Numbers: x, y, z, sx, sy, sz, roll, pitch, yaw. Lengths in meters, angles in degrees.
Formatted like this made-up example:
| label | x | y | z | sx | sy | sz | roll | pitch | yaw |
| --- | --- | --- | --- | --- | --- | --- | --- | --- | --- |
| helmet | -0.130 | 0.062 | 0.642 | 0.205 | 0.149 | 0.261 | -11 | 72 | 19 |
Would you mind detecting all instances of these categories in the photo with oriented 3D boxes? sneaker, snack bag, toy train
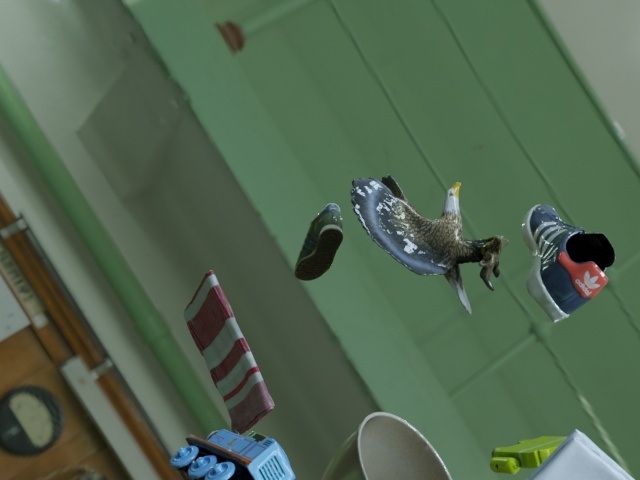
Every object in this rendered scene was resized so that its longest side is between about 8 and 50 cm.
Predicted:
| label | x | y | z | sx | sy | sz | roll | pitch | yaw |
| --- | --- | --- | --- | --- | --- | --- | --- | --- | --- |
| sneaker | 0.000 | 0.000 | 1.919 | 0.192 | 0.064 | 0.086 | 122 | -24 | -50 |
| sneaker | 0.474 | 0.015 | 1.788 | 0.131 | 0.148 | 0.350 | 45 | 27 | -18 |
| snack bag | 0.478 | 0.560 | 1.808 | 0.342 | 0.323 | 0.037 | 40 | 6 | -25 |
| toy train | -0.121 | 0.300 | 1.255 | 0.184 | 0.105 | 0.080 | 3 | -58 | 55 |

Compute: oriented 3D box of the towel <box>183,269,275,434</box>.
| label | x | y | z | sx | sy | sz | roll | pitch | yaw |
| --- | --- | --- | --- | --- | --- | --- | --- | --- | --- |
| towel | -0.211 | 0.256 | 2.103 | 0.329 | 0.037 | 0.237 | 64 | -29 | 15 |

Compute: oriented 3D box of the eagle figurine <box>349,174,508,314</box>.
| label | x | y | z | sx | sy | sz | roll | pitch | yaw |
| --- | --- | --- | --- | --- | --- | --- | --- | --- | --- |
| eagle figurine | 0.208 | -0.016 | 1.824 | 0.298 | 0.225 | 0.226 | 13 | -39 | 14 |

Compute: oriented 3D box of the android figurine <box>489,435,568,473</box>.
| label | x | y | z | sx | sy | sz | roll | pitch | yaw |
| --- | --- | --- | --- | --- | --- | --- | --- | --- | --- |
| android figurine | 0.570 | 0.555 | 2.473 | 0.273 | 0.248 | 0.056 | -21 | -100 | 64 |

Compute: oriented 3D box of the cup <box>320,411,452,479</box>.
| label | x | y | z | sx | sy | sz | roll | pitch | yaw |
| --- | --- | --- | --- | --- | --- | --- | --- | --- | --- |
| cup | 0.123 | 0.593 | 2.150 | 0.237 | 0.331 | 0.331 | -41 | -100 | 27 |
